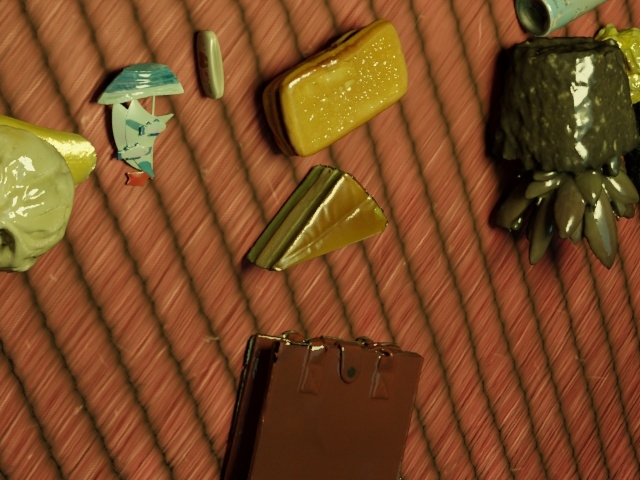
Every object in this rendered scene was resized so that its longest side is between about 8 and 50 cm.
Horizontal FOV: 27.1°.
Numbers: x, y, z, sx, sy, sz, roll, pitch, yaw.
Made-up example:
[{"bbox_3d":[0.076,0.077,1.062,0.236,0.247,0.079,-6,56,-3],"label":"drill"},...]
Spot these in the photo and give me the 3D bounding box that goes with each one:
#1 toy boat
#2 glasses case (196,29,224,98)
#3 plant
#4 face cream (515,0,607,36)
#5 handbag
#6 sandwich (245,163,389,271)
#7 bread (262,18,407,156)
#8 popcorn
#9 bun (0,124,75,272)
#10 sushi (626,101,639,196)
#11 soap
[{"bbox_3d":[-0.221,-0.142,1.560,0.105,0.034,0.149,14,107,-40],"label":"toy boat"},{"bbox_3d":[-0.132,-0.211,1.594,0.021,0.032,0.083,-20,114,-35],"label":"glasses case"},{"bbox_3d":[0.350,-0.123,1.872,0.194,0.181,0.321,-16,114,-37],"label":"plant"},{"bbox_3d":[0.382,-0.368,1.890,0.229,0.075,0.075,-32,119,-25],"label":"face cream"},{"bbox_3d":[0.000,0.262,1.794,0.260,0.084,0.276,10,96,-34],"label":"handbag"},{"bbox_3d":[0.000,0.000,1.716,0.163,0.079,0.113,-53,124,-13],"label":"sandwich"},{"bbox_3d":[0.020,-0.194,1.680,0.200,0.077,0.116,-34,119,-25],"label":"bread"},{"bbox_3d":[0.443,-0.253,1.946,0.120,0.106,0.116,-44,133,-18],"label":"popcorn"},{"bbox_3d":[-0.344,-0.034,1.421,0.183,0.102,0.183,-17,133,-19],"label":"bun"},{"bbox_3d":[0.545,-0.161,2.031,0.124,0.127,0.225,-10,110,-33],"label":"sushi"},{"bbox_3d":[-0.335,-0.090,1.483,0.168,0.033,0.089,13,103,-36],"label":"soap"}]
